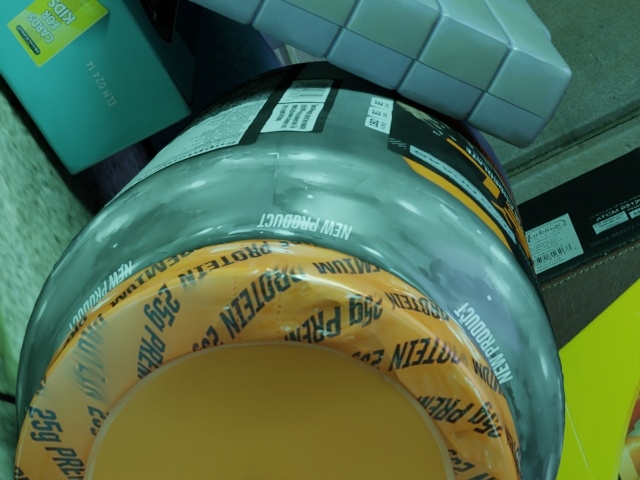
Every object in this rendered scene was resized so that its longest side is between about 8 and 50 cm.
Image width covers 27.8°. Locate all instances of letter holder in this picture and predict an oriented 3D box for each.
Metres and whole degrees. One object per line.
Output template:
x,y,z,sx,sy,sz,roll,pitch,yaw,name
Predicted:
0.195,0.097,1.121,0.214,0.302,0.152,60,12,-23,letter holder

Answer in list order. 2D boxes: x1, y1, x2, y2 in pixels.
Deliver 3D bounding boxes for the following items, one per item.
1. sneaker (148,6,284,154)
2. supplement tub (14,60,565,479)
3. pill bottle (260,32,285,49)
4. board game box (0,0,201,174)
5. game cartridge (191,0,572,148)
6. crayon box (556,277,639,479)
0.000,0.000,0.894,0.319,0.127,0.208,67,12,16,sneaker
-0.005,0.042,0.567,0.207,0.207,0.338,62,12,-12,supplement tub
-0.100,-0.312,0.975,0.333,0.188,0.188,67,11,11,pill bottle
-0.182,-0.234,0.701,0.336,0.079,0.253,59,11,-25,board game box
-0.005,-0.177,0.719,0.230,0.068,0.355,26,23,-19,game cartridge
0.147,0.231,0.547,0.106,0.313,0.363,18,38,-31,crayon box
